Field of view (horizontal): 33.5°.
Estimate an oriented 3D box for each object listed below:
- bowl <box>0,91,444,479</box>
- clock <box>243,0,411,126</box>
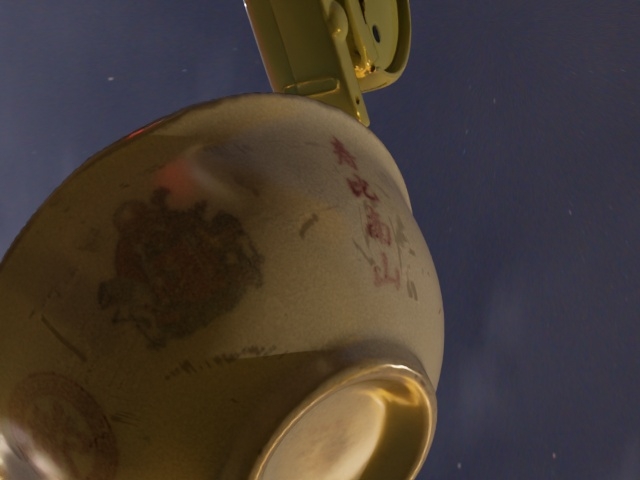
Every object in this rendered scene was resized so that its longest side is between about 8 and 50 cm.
[{"bbox_3d":[-0.038,0.122,0.834,0.196,0.435,0.435,39,-70,43],"label":"bowl"},{"bbox_3d":[0.022,-0.263,1.146,0.096,0.308,0.235,-10,-67,25],"label":"clock"}]
